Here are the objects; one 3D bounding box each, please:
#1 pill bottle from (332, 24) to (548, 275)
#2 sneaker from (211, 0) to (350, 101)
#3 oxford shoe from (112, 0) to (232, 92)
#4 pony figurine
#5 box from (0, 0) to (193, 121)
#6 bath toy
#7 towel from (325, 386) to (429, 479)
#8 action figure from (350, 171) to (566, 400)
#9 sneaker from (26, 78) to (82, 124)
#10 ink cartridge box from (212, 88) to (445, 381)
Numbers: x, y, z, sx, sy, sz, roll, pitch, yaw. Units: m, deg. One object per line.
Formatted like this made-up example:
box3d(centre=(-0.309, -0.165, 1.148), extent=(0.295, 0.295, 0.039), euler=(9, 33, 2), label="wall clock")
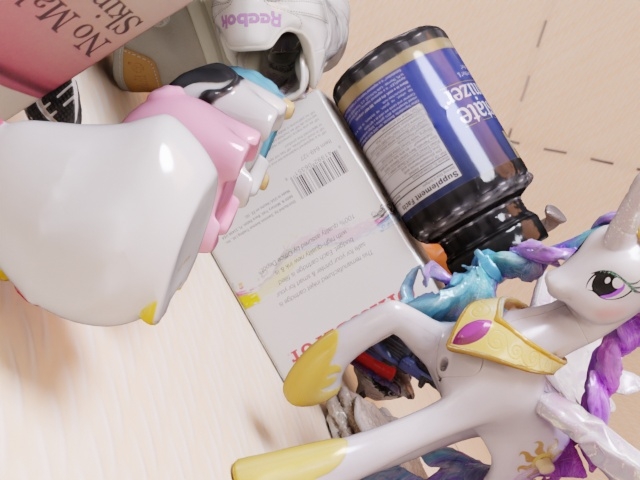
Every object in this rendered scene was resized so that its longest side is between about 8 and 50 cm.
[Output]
box3d(centre=(0.113, -0.075, 0.798), extent=(0.219, 0.122, 0.123), euler=(60, 8, 7), label="pill bottle")
box3d(centre=(-0.041, -0.184, 0.778), extent=(0.305, 0.114, 0.152), euler=(26, 64, -78), label="sneaker")
box3d(centre=(-0.224, -0.338, 0.866), extent=(0.169, 0.130, 0.449), euler=(91, -25, -76), label="oxford shoe")
box3d(centre=(0.160, 0.138, 0.669), extent=(0.351, 0.363, 0.303), euler=(53, 10, -39), label="pony figurine")
box3d(centre=(-0.144, -0.178, 0.432), extent=(0.127, 0.232, 0.148), euler=(62, 9, 18), label="box")
box3d(centre=(-0.111, -0.039, 0.532), extent=(0.129, 0.151, 0.348), euler=(22, 14, -1), label="bath toy")
box3d(centre=(0.098, 0.286, 0.881), extent=(0.282, 0.049, 0.187), euler=(64, 10, 27), label="towel")
box3d(centre=(0.156, 0.074, 1.016), extent=(0.341, 0.330, 0.178), euler=(40, 20, 19), label="action figure")
box3d(centre=(-0.188, -0.112, 0.616), extent=(0.109, 0.040, 0.044), euler=(64, 7, 27), label="sneaker")
box3d(centre=(0.000, 0.000, 0.879), extent=(0.233, 0.171, 0.168), euler=(61, 10, 6), label="ink cartridge box")
